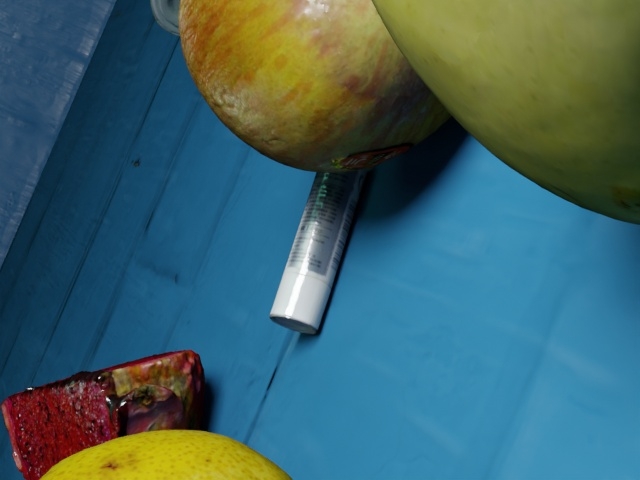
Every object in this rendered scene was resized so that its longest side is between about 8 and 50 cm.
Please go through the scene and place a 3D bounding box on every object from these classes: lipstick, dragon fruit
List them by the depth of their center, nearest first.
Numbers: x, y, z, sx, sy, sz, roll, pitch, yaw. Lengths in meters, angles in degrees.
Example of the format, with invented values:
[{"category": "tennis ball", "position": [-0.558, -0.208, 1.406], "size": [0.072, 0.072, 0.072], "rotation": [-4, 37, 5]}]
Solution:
[{"category": "lipstick", "position": [0.000, 0.000, 0.863], "size": [0.040, 0.040, 0.141], "rotation": [-16, 53, 64]}, {"category": "dragon fruit", "position": [-0.172, 0.169, 0.973], "size": [0.189, 0.163, 0.262], "rotation": [-45, 12, -31]}]

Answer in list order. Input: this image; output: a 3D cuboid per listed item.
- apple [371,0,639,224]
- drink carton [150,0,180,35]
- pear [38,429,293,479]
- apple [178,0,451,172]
[{"category": "apple", "position": [0.133, -0.140, 0.405], "size": [0.262, 0.262, 0.262], "rotation": [-50, 26, 36]}, {"category": "drink carton", "position": [-0.143, -0.360, 1.386], "size": [0.185, 0.191, 0.189], "rotation": [106, 162, -65]}, {"category": "pear", "position": [-0.099, 0.212, 0.658], "size": [0.209, 0.209, 0.209], "rotation": [-50, 26, 36]}, {"category": "apple", "position": [0.011, -0.153, 0.757], "size": [0.188, 0.211, 0.211], "rotation": [-39, 33, 61]}]
